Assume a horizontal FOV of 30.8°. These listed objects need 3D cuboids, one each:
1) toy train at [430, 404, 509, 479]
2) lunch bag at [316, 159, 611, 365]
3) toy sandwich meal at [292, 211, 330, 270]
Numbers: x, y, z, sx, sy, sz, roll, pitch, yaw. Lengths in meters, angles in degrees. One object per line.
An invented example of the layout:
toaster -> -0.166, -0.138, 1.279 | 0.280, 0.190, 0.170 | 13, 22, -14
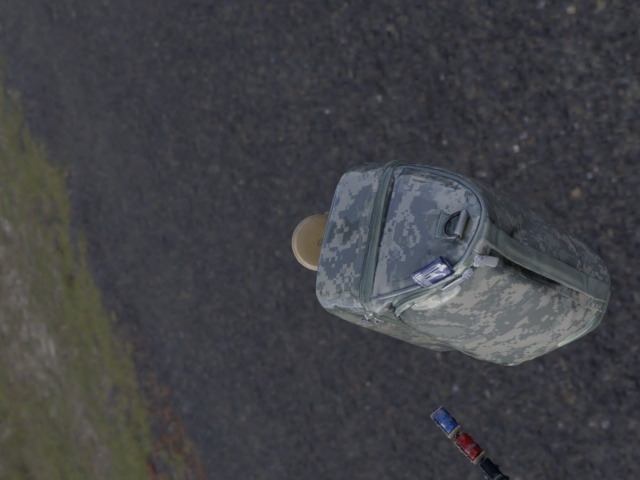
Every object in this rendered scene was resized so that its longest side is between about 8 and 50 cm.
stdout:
toy train -> 0.205, 0.287, 1.615 | 0.158, 0.027, 0.036 | 46, 176, 36
lunch bag -> 0.180, 0.028, 1.432 | 0.256, 0.305, 0.213 | -2, 71, 47
toy sandwich meal -> 0.000, 0.000, 1.594 | 0.029, 0.085, 0.086 | -161, 60, -84
